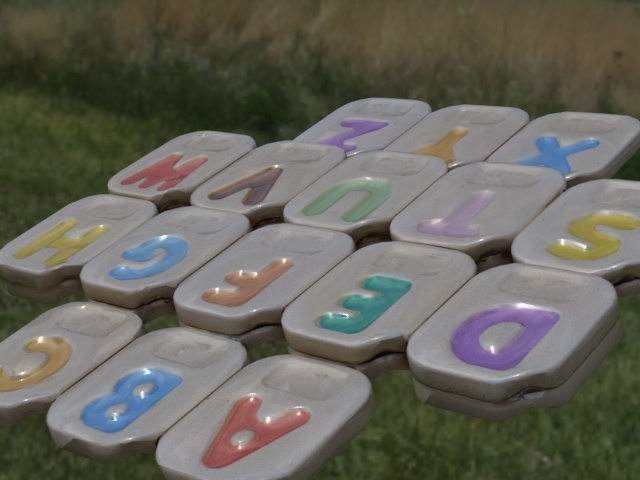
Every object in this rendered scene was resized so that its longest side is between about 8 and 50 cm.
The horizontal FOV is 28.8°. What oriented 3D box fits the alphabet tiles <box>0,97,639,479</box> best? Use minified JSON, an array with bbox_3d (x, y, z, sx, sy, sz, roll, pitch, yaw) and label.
[{"bbox_3d":[0.000,0.000,0.512,0.284,0.021,0.278,10,36,39],"label":"alphabet tiles"}]
